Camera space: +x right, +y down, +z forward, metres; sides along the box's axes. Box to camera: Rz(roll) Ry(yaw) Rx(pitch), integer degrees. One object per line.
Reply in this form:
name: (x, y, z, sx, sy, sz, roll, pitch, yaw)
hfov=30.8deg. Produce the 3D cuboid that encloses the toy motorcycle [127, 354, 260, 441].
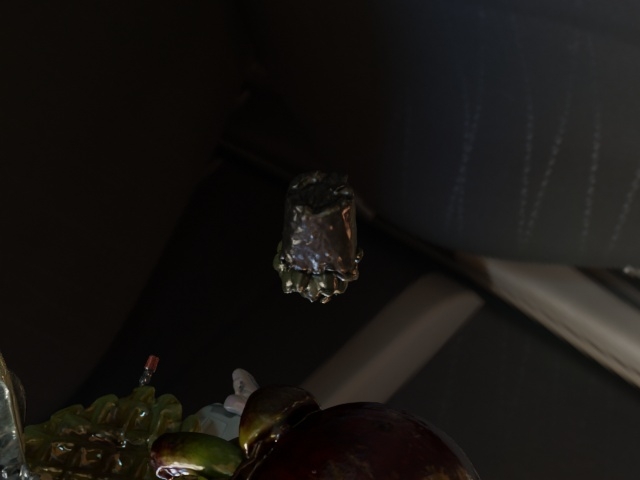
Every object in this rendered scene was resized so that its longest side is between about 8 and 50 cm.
toy motorcycle: (-0.133, 0.209, 1.257, 0.102, 0.221, 0.150, 46, 53, -54)

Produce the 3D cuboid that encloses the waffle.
waffle: (-0.203, 0.238, 1.119, 0.214, 0.208, 0.054, -26, 141, -16)

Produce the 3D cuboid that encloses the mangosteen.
mangosteen: (-0.007, 0.203, 0.816, 0.215, 0.257, 0.215, -50, 156, -31)

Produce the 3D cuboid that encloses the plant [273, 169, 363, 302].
plant: (0.000, 0.000, 1.187, 0.094, 0.092, 0.143, 2, 134, -4)

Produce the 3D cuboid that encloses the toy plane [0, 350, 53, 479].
toy plane: (-0.258, 0.168, 0.914, 0.088, 0.192, 0.262, -40, 142, -30)
